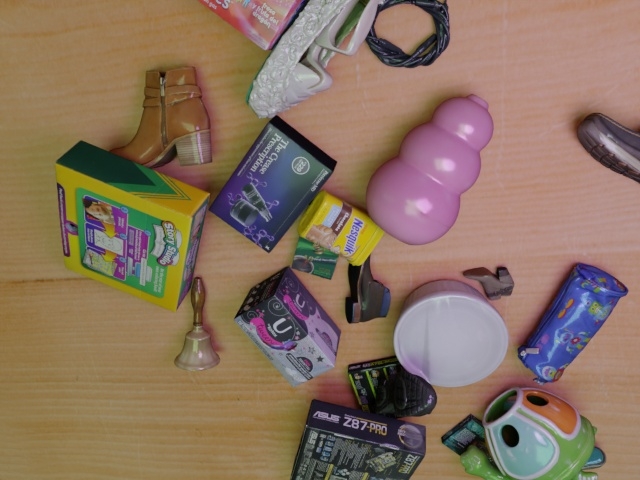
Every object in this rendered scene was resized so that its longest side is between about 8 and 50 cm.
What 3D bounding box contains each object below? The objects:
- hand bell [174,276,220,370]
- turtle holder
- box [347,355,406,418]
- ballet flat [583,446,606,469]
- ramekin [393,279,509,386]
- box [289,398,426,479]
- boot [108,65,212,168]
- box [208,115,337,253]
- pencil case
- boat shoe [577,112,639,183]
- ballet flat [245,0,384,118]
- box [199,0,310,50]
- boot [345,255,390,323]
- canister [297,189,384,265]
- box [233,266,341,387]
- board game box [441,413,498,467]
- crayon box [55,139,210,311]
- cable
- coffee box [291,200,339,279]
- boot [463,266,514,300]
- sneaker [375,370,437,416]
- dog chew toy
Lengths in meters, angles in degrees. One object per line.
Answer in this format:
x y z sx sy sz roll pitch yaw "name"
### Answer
-0.338 0.220 1.321 0.126 0.126 0.242 4 100 6 "hand bell"
0.540 0.524 1.266 0.227 0.243 0.320 42 146 4 "turtle holder"
0.190 0.420 1.350 0.184 0.045 0.191 -15 111 15 "box"
0.694 0.630 1.360 0.213 0.072 0.068 -12 141 15 "ballet flat"
0.318 0.223 1.205 0.272 0.127 0.273 2 113 6 "ramekin"
0.091 0.623 1.362 0.318 0.097 0.395 14 131 3 "box"
-0.390 -0.278 1.106 0.283 0.109 0.220 -2 105 20 "boot"
-0.112 -0.129 1.131 0.184 0.103 0.261 35 112 -10 "box"
0.597 0.203 1.162 0.133 0.119 0.306 14 115 -23 "pencil case"
0.699 -0.183 0.999 0.355 0.132 0.130 27 104 -13 "boat shoe"
-0.002 -0.393 0.969 0.147 0.147 0.409 36 112 -8 "ballet flat"
-0.176 -0.526 0.946 0.300 0.154 0.142 35 112 -6 "box"
0.128 0.107 1.225 0.106 0.082 0.219 1 108 -18 "boot"
0.047 -0.029 1.113 0.170 0.073 0.126 26 107 -24 "canister"
-0.076 0.222 1.235 0.142 0.163 0.247 -33 105 20 "box"
0.465 0.598 1.396 0.186 0.026 0.126 38 112 -8 "board game box"
-0.457 -0.018 1.164 0.313 0.106 0.363 22 133 -3 "crayon box"
0.174 -0.438 0.998 0.184 0.047 0.151 -2 117 6 "cable"
0.000 0.000 1.200 0.113 0.040 0.184 17 113 0 "coffee box"
0.421 0.110 1.193 0.118 0.042 0.087 -6 118 16 "boot"
0.235 0.392 1.199 0.130 0.286 0.109 12 72 -9 "sneaker"
0.242 -0.156 1.027 0.206 0.206 0.332 30 105 -5 "dog chew toy"
